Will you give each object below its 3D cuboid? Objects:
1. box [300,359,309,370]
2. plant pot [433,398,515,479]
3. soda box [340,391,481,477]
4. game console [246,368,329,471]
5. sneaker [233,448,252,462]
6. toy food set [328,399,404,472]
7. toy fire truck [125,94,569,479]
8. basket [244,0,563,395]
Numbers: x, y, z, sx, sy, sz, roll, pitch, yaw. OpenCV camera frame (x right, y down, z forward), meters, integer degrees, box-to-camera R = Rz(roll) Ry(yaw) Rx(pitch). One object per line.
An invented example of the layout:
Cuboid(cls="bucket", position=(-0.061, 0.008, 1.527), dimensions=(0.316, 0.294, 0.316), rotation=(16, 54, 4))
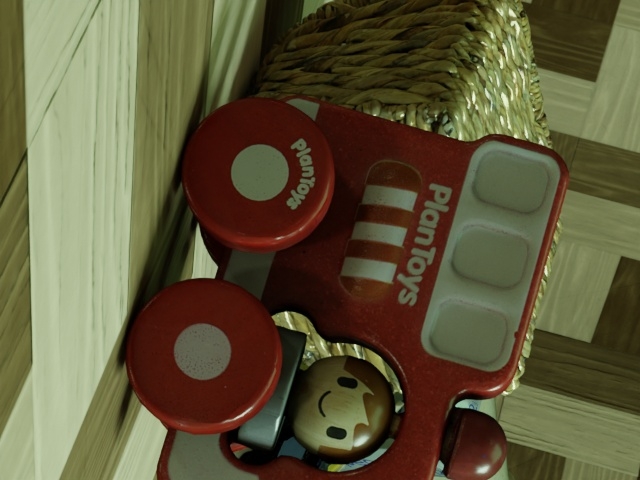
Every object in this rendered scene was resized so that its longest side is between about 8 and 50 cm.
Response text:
Cuboid(cls="box", position=(-0.030, 0.148, 2.081), dimensions=(0.058, 0.087, 0.232), rotation=(-52, 158, -77))
Cuboid(cls="plant pot", position=(0.100, 0.179, 2.559), dimensions=(0.334, 0.333, 0.306), rotation=(-57, 150, -75))
Cuboid(cls="soda box", position=(0.048, 0.207, 2.214), dimensions=(0.286, 0.091, 0.098), rotation=(-6, -119, 53))
Cuboid(cls="game console", position=(-0.042, 0.208, 1.833), dimensions=(0.361, 0.044, 0.213), rotation=(143, -35, -69))
Cuboid(cls="sneaker", position=(-0.082, 0.187, 1.855), dimensions=(0.040, 0.043, 0.109), rotation=(95, 9, -55))
Cuboid(cls="toy food set", position=(0.009, 0.187, 1.995), dimensions=(0.128, 0.071, 0.218), rotation=(-47, 170, 4))
Cuboid(cls="toy fire truck", position=(0.017, 0.053, 1.314), dimensions=(0.169, 0.253, 0.302), rotation=(82, 23, -77))
Cuboid(cls="basket", position=(0.058, -0.051, 1.552), dimensions=(0.223, 0.213, 0.299), rotation=(-68, 149, -45))
